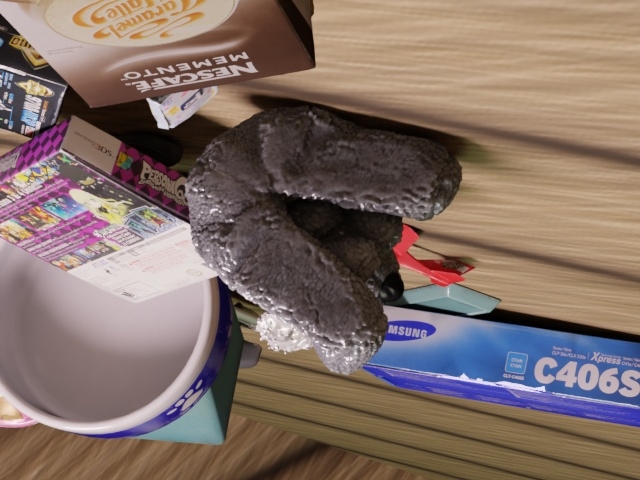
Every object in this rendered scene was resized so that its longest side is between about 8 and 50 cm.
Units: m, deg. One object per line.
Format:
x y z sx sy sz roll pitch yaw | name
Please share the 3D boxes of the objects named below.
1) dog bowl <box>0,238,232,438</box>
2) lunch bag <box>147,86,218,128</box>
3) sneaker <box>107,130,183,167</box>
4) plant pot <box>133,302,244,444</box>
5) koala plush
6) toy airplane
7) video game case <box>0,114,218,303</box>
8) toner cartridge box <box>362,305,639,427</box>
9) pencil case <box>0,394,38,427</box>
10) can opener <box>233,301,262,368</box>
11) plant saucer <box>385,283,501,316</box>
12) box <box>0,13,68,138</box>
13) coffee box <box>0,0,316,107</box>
-0.230 0.078 1.903 0.265 0.265 0.104 13 171 14 | dog bowl
-0.098 -0.123 1.236 0.053 0.083 0.071 15 168 7 | lunch bag
-0.204 -0.056 1.674 0.170 0.089 0.051 7 165 38 | sneaker
-0.195 0.111 2.158 0.165 0.165 0.234 4 142 7 | plant pot
0.000 0.000 1.474 0.203 0.196 0.221 25 171 13 | koala plush
0.083 0.016 1.780 0.151 0.028 0.151 15 167 4 | toy airplane
-0.190 -0.020 1.584 0.210 0.042 0.232 29 154 -26 | video game case
0.225 0.144 2.018 0.348 0.075 0.165 8 168 22 | toner cartridge box
-0.348 0.120 2.243 0.160 0.167 0.386 7 -169 5 | pencil case
-0.176 0.092 2.312 0.283 0.095 0.076 25 165 -37 | can opener
0.132 0.071 2.002 0.067 0.018 0.192 20 169 -17 | plant saucer
-0.292 -0.148 1.456 0.175 0.051 0.220 17 168 -8 | box
-0.094 -0.163 0.910 0.141 0.098 0.246 -9 163 10 | coffee box
